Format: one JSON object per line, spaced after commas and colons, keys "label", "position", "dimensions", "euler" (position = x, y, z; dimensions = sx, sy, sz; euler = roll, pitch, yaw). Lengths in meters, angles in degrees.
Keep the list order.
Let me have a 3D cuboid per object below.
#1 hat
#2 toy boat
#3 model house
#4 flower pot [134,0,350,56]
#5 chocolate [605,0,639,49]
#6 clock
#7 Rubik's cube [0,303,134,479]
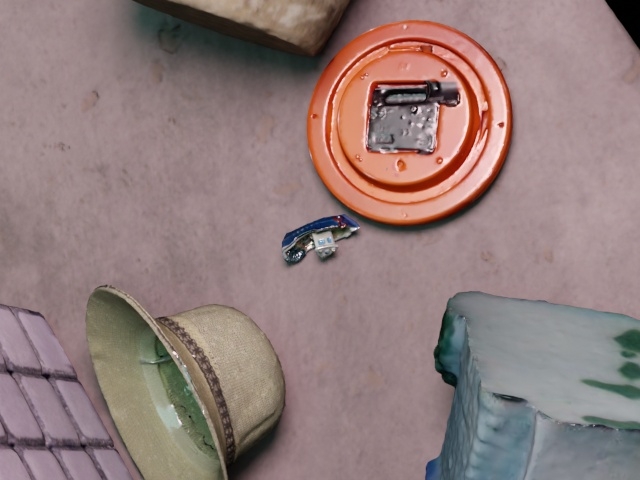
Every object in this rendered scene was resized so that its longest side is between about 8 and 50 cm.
{"label": "hat", "position": [-0.106, 0.139, 1.552], "dimensions": [0.130, 0.257, 0.257], "euler": [-24, 72, -27]}
{"label": "toy boat", "position": [0.000, 0.000, 1.605], "dimensions": [0.083, 0.038, 0.038], "euler": [-24, 75, 10]}
{"label": "model house", "position": [0.232, 0.252, 1.427], "dimensions": [0.294, 0.252, 0.329], "euler": [8, 107, -6]}
{"label": "flower pot", "position": [-0.051, -0.361, 1.565], "dimensions": [0.293, 0.293, 0.330], "euler": [19, 94, 18]}
{"label": "chocolate", "position": [0.324, -0.335, 1.479], "dimensions": [0.210, 0.225, 0.340], "euler": [-28, 77, 2]}
{"label": "clock", "position": [0.085, -0.115, 1.594], "dimensions": [0.205, 0.051, 0.205], "euler": [-3, 80, 17]}
{"label": "Rubik's cube", "position": [-0.378, 0.275, 1.510], "dimensions": [0.337, 0.344, 0.344], "euler": [-32, 75, 9]}
